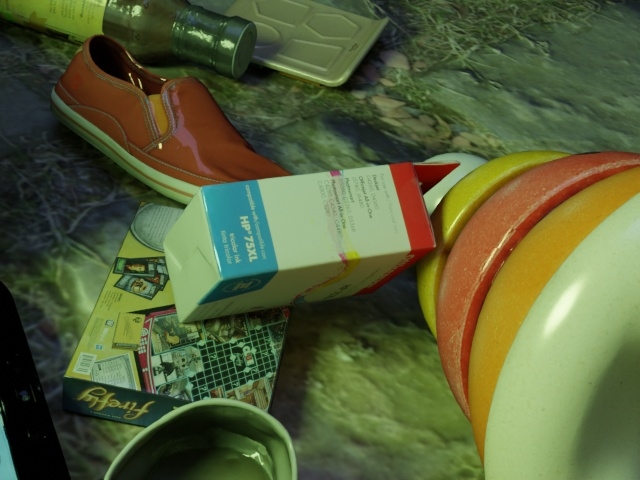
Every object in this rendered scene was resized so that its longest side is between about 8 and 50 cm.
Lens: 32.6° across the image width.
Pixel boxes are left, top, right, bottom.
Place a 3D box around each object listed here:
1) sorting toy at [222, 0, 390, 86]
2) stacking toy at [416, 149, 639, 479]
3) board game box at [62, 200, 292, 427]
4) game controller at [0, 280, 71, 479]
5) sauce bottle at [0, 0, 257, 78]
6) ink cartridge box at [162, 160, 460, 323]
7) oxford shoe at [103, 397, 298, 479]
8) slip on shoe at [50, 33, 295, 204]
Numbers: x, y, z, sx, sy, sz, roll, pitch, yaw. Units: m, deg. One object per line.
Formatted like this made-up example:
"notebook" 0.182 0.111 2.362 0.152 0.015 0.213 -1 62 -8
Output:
"sorting toy" -0.035 -0.258 1.398 0.208 0.038 0.193 15 37 13
"stacking toy" 0.188 0.033 0.915 0.350 0.351 0.480 -7 25 -23
"board game box" -0.108 0.065 0.952 0.165 0.042 0.243 12 37 0
"game controller" -0.281 0.142 0.790 0.166 0.067 0.319 -9 41 -24
"sauce bottle" -0.245 -0.275 1.299 0.344 0.111 0.111 21 38 12
"ink cartridge box" 0.000 0.000 0.905 0.231 0.134 0.078 -8 75 -23
"oxford shoe" -0.092 0.264 0.633 0.169 0.130 0.449 11 39 -3
"slip on shoe" -0.140 -0.111 1.106 0.331 0.101 0.123 32 21 25
